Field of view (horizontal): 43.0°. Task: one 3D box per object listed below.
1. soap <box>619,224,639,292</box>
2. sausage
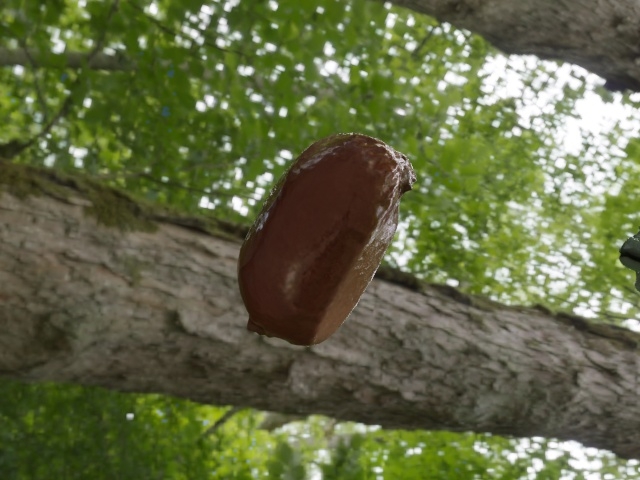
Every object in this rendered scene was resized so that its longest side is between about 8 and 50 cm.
[{"bbox_3d":[0.466,0.022,0.864,0.150,0.094,0.261,-45,-147,-12],"label":"soap"},{"bbox_3d":[0.000,0.000,0.870,0.148,0.148,0.254,43,-70,46],"label":"sausage"}]
